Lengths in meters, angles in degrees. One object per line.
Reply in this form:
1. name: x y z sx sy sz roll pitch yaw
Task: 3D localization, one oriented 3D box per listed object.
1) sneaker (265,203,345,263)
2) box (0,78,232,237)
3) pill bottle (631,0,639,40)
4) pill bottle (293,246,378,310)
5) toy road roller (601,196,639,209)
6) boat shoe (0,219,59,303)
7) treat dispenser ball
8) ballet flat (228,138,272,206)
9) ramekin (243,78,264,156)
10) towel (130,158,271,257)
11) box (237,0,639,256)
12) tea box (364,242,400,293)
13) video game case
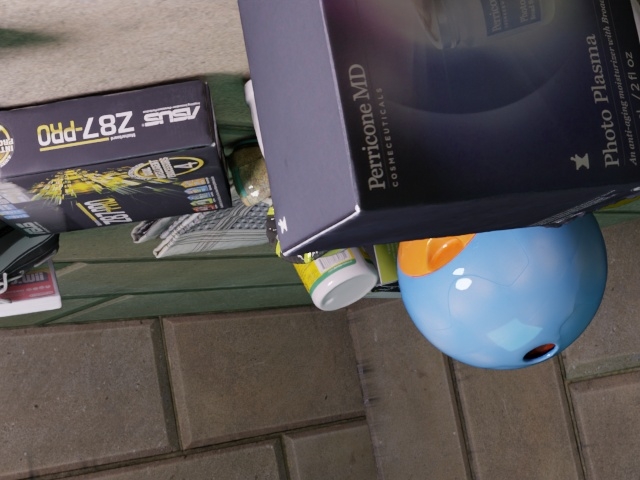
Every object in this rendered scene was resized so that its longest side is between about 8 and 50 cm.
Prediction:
1. sneaker: 0.092 -0.105 1.665 0.384 0.145 0.147 -32 171 17
2. box: -0.288 -0.098 1.529 0.318 0.097 0.395 -7 171 -3
3. pill bottle: 0.238 -0.179 1.336 0.187 0.188 0.334 -9 171 -10
4. pill bottle: 0.000 0.000 1.859 0.117 0.208 0.118 -23 155 -12
5. toy road roller: 0.397 -0.179 1.479 0.240 0.203 0.329 -3 164 -37
6. boat shoe: -0.516 0.043 1.743 0.113 0.105 0.306 17 -146 20
7. treat dispenser ball: 0.249 0.035 1.569 0.288 0.288 0.288 -10 171 -2
8. ballet flat: 0.012 -0.101 1.798 0.348 0.123 0.123 -4 169 -36
9. ramekin: 0.012 -0.156 1.425 0.207 0.109 0.207 -9 176 -1
10. towel: -0.128 -0.054 1.978 0.324 0.056 0.312 -2 159 -41
11. box: 0.103 -0.157 0.970 0.293 0.296 0.182 -7 171 -22
12. tea box: 0.210 -0.025 2.165 0.323 0.220 0.329 -14 170 29
13. video game case: -0.546 0.053 1.884 0.204 0.025 0.285 -8 -154 -16
